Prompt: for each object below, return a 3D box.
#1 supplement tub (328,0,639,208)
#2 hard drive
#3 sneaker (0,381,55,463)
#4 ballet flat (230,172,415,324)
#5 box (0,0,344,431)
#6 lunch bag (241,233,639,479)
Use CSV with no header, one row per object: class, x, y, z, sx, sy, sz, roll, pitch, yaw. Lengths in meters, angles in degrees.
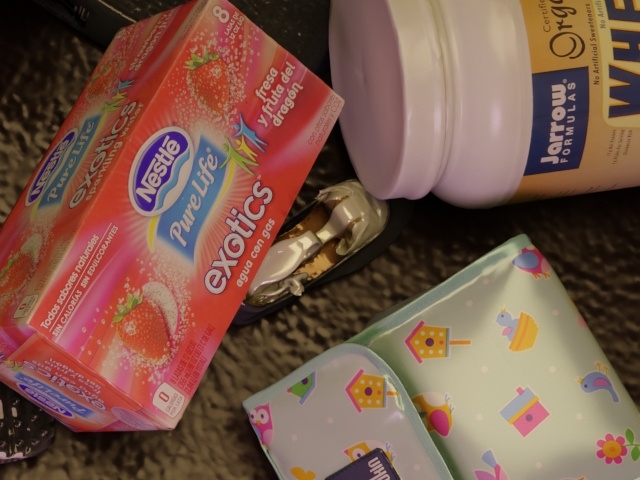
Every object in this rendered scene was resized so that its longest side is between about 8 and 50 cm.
supplement tub,0.183,-0.147,1.561,0.316,0.228,0.228,-9,76,-15
hard drive,-0.099,-0.214,1.620,0.254,0.054,0.172,28,71,-2
sneaker,-0.315,0.134,1.470,0.234,0.106,0.078,8,63,-35
ballet flat,0.000,0.000,1.572,0.203,0.074,0.074,-33,83,-18
box,-0.131,-0.018,1.477,0.142,0.154,0.300,39,65,-25
lunch bag,0.097,0.153,1.505,0.262,0.160,0.223,-29,85,-6
